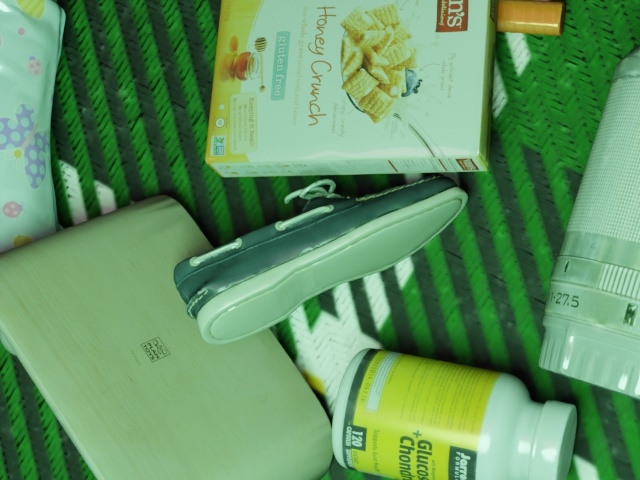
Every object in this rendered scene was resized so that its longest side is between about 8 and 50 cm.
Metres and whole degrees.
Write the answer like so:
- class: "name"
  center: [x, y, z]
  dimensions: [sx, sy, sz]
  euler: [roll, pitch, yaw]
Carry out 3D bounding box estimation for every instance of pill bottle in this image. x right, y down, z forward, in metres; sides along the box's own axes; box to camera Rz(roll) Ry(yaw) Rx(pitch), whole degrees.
- class: "pill bottle"
  center: [0.109, 0.152, 1.344]
  dimensions: [0.184, 0.103, 0.103]
  euler: [10, 85, 18]

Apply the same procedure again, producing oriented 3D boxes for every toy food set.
- class: "toy food set"
  center: [-0.153, 0.113, 1.387]
  dimensions: [0.306, 0.220, 0.092]
  euler: [54, 138, 15]

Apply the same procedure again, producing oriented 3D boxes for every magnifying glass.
- class: "magnifying glass"
  center: [0.096, -0.200, 1.440]
  dimensions: [0.231, 0.026, 0.092]
  euler: [6, 84, 19]

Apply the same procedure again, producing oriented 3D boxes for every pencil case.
- class: "pencil case"
  center: [-0.292, -0.096, 1.492]
  dimensions: [0.124, 0.113, 0.273]
  euler: [-4, 82, 7]

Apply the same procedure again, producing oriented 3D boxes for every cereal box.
- class: "cereal box"
  center: [0.028, -0.142, 1.405]
  dimensions: [0.240, 0.047, 0.173]
  euler: [-2, 72, 18]

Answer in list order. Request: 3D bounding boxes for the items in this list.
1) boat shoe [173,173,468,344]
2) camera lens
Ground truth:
- class: "boat shoe"
  center: [0.000, 0.000, 1.389]
  dimensions: [0.255, 0.095, 0.079]
  euler: [-28, 63, -5]
- class: "camera lens"
  center: [0.299, -0.005, 1.249]
  dimensions: [0.219, 0.219, 0.274]
  euler: [17, 88, 18]
